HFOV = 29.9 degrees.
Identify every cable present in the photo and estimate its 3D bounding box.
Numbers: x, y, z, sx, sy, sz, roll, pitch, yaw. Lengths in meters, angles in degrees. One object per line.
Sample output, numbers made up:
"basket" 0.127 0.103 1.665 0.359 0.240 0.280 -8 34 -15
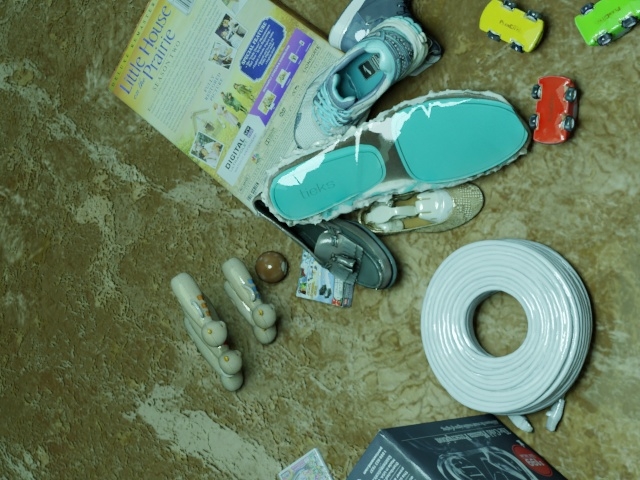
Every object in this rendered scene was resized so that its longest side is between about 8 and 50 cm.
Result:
"cable" 0.260 0.123 1.719 0.257 0.089 0.257 29 103 31

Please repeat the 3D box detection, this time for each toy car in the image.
"toy car" 0.362 -0.279 1.694 0.225 0.053 0.239 -32 72 28

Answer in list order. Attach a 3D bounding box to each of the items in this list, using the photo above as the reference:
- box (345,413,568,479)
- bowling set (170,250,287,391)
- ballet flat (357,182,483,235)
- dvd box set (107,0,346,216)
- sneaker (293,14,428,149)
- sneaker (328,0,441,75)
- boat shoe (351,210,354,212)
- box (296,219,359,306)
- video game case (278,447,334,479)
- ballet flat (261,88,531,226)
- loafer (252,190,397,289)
"box" 0.223 0.401 1.580 0.312 0.343 0.179 41 108 27
"bowling set" -0.117 0.115 1.922 0.200 0.287 0.154 -32 75 -7
"ballet flat" 0.145 -0.043 1.816 0.206 0.067 0.073 -15 82 32
"dvd box set" -0.156 -0.279 2.029 0.420 0.062 0.308 39 108 28
"sneaker" 0.032 -0.224 1.788 0.110 0.122 0.283 47 129 3
"sneaker" 0.137 -0.358 1.832 0.163 0.086 0.226 33 97 21
"boat shoe" 0.038 -0.111 1.903 0.042 0.049 0.133 -32 73 22
"box" 0.015 0.032 1.921 0.094 0.027 0.137 12 94 35
"video game case" -0.010 0.408 1.929 0.087 0.011 0.122 -39 68 25
"ballet flat" 0.106 -0.135 1.791 0.408 0.147 0.147 -15 79 10
"loafer" 0.000 0.000 1.855 0.267 0.084 0.096 38 129 32
